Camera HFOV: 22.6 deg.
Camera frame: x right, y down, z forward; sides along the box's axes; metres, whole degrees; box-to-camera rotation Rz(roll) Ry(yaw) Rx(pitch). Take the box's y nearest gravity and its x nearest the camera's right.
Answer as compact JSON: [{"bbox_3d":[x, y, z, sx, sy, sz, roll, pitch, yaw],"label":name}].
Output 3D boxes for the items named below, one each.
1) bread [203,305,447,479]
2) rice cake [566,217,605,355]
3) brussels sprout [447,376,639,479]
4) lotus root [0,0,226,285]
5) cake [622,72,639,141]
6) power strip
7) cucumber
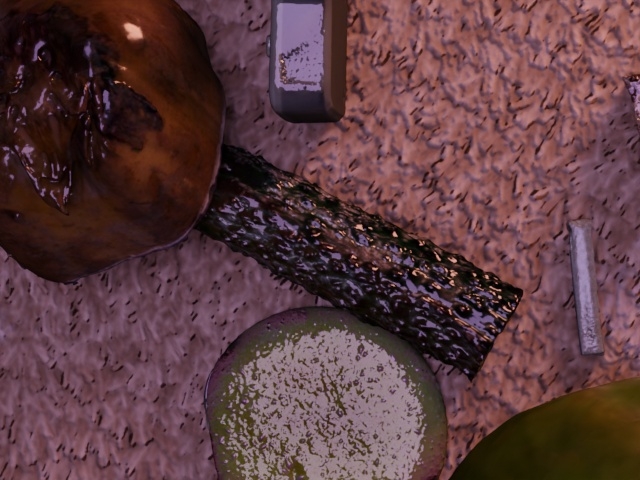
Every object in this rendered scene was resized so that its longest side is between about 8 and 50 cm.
[{"bbox_3d":[0.000,0.171,1.426,0.228,0.033,0.229,0,90,9],"label":"bread"},{"bbox_3d":[0.231,0.041,1.395,0.022,0.021,0.121,-6,90,5],"label":"rice cake"},{"bbox_3d":[0.241,0.284,1.175,0.361,0.425,0.342,35,55,-9],"label":"brussels sprout"},{"bbox_3d":[-0.217,-0.104,1.360,0.272,0.192,0.272,-5,75,20],"label":"lotus root"},{"bbox_3d":[0.286,-0.084,1.373,0.055,0.051,0.140,2,89,15],"label":"cake"},{"bbox_3d":[-0.014,-0.237,1.356,0.059,0.193,0.265,1,88,7],"label":"power strip"},{"bbox_3d":[0.000,0.000,1.401,0.359,0.096,0.096,29,94,10],"label":"cucumber"}]
